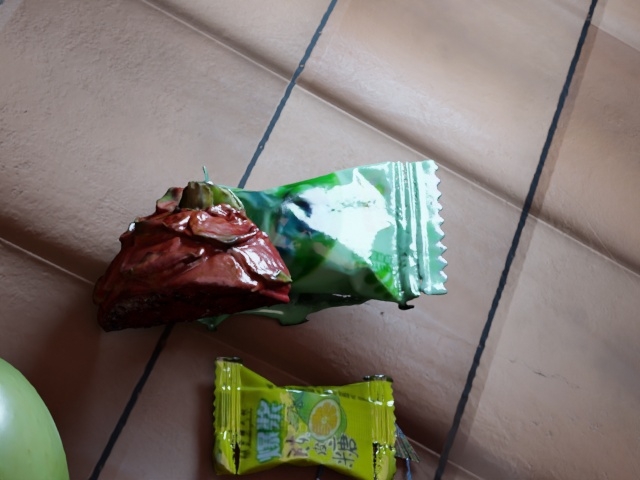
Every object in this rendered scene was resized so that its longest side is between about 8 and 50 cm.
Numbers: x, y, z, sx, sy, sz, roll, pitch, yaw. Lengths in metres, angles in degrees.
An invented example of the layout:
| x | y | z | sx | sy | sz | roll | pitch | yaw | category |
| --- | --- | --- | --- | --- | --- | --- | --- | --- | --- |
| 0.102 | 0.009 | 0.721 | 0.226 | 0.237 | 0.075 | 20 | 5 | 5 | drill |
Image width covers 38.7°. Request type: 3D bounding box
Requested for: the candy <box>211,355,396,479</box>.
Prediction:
| x | y | z | sx | sy | sz | roll | pitch | yaw | category |
| --- | --- | --- | --- | --- | --- | --- | --- | --- | --- |
| -0.021 | 0.281 | 1.411 | 0.297 | 0.081 | 0.187 | 6 | 65 | -14 | candy |

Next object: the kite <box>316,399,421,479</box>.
| x | y | z | sx | sy | sz | roll | pitch | yaw | category |
| --- | --- | --- | --- | --- | --- | --- | --- | --- | --- |
| 0.076 | 0.328 | 1.468 | 0.183 | 0.010 | 0.160 | 12 | 63 | -12 | kite |

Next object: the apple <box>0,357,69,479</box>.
| x | y | z | sx | sy | sz | roll | pitch | yaw | category |
| --- | --- | --- | --- | --- | --- | --- | --- | --- | --- |
| -0.511 | 0.326 | 1.032 | 0.474 | 0.473 | 0.473 | 6 | 68 | -17 | apple |

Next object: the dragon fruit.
| x | y | z | sx | sy | sz | roll | pitch | yaw | category |
| --- | --- | --- | --- | --- | --- | --- | --- | --- | --- |
| -0.215 | 0.004 | 1.324 | 0.317 | 0.152 | 0.205 | -12 | 64 | 19 | dragon fruit |

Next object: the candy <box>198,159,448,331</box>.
| x | y | z | sx | sy | sz | roll | pitch | yaw | category |
| --- | --- | --- | --- | --- | --- | --- | --- | --- | --- |
| 0.000 | -0.003 | 1.443 | 0.398 | 0.172 | 0.262 | -7 | 69 | 8 | candy |
